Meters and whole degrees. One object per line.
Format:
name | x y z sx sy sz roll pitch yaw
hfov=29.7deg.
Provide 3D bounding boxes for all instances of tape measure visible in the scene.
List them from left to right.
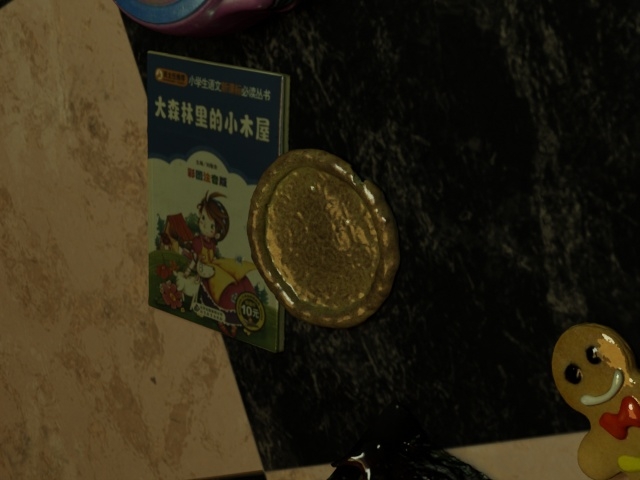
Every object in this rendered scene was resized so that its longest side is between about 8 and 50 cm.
tape measure | -0.110 -0.323 1.221 0.245 0.149 0.231 6 103 33

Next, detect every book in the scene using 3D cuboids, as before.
book | -0.124 -0.047 1.392 0.228 0.018 0.322 15 112 38

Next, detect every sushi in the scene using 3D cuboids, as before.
sushi | 0.061 0.330 1.199 0.227 0.212 0.215 41 125 25

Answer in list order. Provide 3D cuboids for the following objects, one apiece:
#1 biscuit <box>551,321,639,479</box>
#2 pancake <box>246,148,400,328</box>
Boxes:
biscuit | 0.292 0.175 1.069 0.240 0.035 0.158 49 127 20
pancake | 0.001 0.000 1.277 0.199 0.021 0.199 11 111 31
